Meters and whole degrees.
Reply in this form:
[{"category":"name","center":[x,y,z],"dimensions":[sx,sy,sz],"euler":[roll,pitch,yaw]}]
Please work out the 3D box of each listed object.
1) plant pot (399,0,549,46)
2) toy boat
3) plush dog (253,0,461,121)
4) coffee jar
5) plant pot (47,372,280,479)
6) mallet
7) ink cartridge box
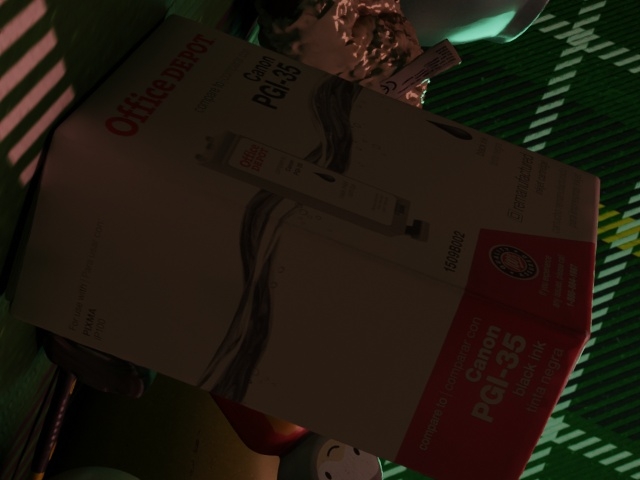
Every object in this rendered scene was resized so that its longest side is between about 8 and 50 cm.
[{"category":"plant pot","center":[0.151,-0.329,1.534],"dimensions":[0.293,0.196,0.293],"euler":[-54,-157,35]},{"category":"toy boat","center":[-0.117,0.200,0.909],"dimensions":[0.318,0.148,0.267],"euler":[-39,180,2]},{"category":"plush dog","center":[0.016,-0.178,1.255],"dimensions":[0.225,0.211,0.262],"euler":[-98,-156,-44]},{"category":"coffee jar","center":[-0.113,0.008,0.955],"dimensions":[0.096,0.079,0.184],"euler":[116,-2,-69]},{"category":"plant pot","center":[-0.119,0.198,1.281],"dimensions":[0.275,0.275,0.293],"euler":[-64,164,-81]},{"category":"mallet","center":[-0.217,0.179,1.098],"dimensions":[0.062,0.039,0.189],"euler":[-54,165,-82]},{"category":"ink cartridge box","center":[0.000,0.000,0.789],"dimensions":[0.207,0.283,0.117],"euler":[-65,176,-61]}]
